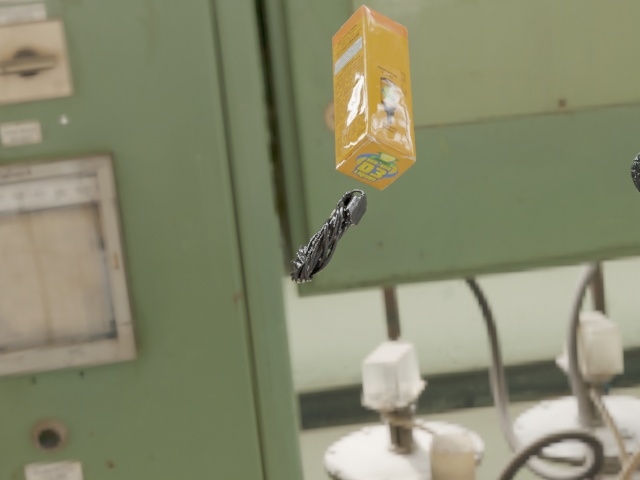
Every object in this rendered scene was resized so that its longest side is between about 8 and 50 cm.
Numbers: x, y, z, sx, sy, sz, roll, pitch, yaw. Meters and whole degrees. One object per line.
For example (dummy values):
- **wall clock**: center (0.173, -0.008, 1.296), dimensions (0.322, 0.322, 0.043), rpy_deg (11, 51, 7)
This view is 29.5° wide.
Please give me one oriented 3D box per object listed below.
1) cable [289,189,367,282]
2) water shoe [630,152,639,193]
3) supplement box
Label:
- **cable**: center (0.000, 0.000, 1.859), dimensions (0.150, 0.047, 0.184), rpy_deg (-41, 12, 39)
- **water shoe**: center (0.442, -0.025, 1.420), dimensions (0.080, 0.203, 0.073), rpy_deg (-6, -25, -44)
- **supplement box**: center (0.064, -0.179, 1.508), dimensions (0.078, 0.080, 0.233), rpy_deg (24, 44, -27)
